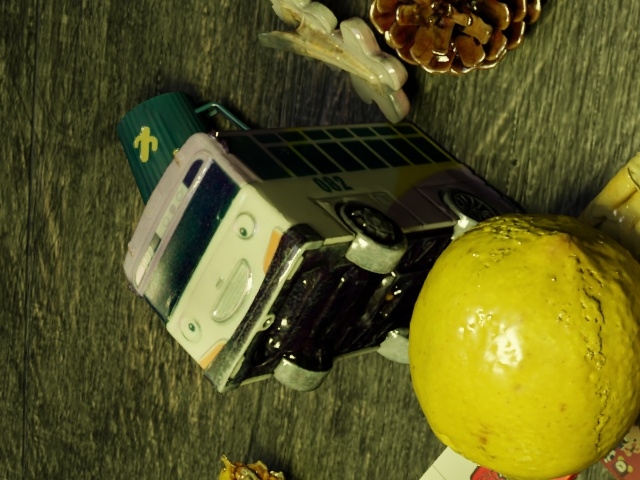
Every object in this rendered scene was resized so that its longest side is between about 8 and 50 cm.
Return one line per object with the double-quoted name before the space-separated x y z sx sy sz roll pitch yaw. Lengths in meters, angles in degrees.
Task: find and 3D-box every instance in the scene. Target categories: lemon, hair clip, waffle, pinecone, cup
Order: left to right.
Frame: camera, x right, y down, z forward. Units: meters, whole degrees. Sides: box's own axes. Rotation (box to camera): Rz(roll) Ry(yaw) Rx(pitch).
"cup" -0.165 -0.109 2.089 0.176 0.131 0.155 -29 74 3
"hair clip" 0.014 -0.230 1.926 0.257 0.075 0.146 32 152 33
"pinecone" 0.148 -0.275 1.805 0.207 0.207 0.208 5 99 33
"lemon" 0.219 0.116 1.692 0.258 0.258 0.310 20 125 30
"waffle" 0.365 0.054 1.728 0.274 0.057 0.168 66 153 18

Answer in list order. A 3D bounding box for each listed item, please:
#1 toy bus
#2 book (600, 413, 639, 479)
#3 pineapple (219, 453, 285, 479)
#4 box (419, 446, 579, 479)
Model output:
"toy bus" 0.000 0.000 1.791 0.249 0.440 0.209 43 118 24
"book" 0.409 0.198 1.793 0.162 0.022 0.232 47 120 19
"pineapple" -0.077 0.365 2.082 0.079 0.135 0.233 -114 29 -42
"box" 0.204 0.289 1.935 0.139 0.035 0.245 48 120 19
